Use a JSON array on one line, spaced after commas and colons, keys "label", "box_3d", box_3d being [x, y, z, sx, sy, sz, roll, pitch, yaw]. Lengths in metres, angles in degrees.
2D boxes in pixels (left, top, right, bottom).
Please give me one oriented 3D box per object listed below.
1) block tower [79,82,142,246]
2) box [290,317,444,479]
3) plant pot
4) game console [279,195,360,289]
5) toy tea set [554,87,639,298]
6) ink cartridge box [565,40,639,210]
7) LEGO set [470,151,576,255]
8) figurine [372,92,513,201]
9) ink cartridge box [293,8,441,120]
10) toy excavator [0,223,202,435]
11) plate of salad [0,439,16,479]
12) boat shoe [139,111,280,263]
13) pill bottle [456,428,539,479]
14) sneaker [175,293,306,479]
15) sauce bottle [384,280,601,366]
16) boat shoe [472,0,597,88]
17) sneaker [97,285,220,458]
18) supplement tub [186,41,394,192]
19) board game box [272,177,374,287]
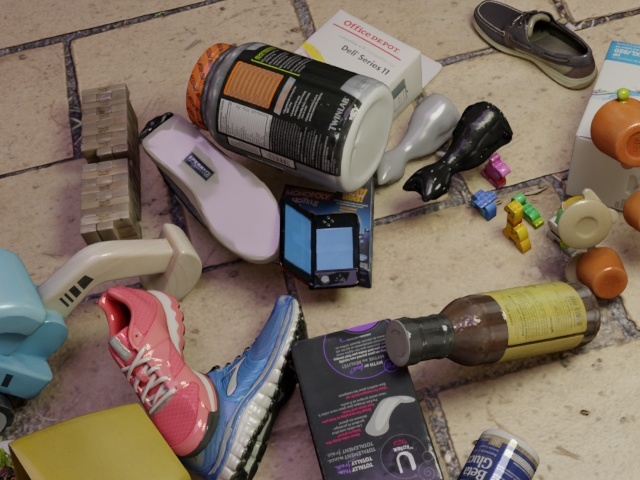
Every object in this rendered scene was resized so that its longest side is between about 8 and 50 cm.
[{"label": "block tower", "box_3d": [-0.388, -0.133, 1.856, 0.091, 0.097, 0.335, -9, 58, 2]}, {"label": "box", "box_3d": [0.068, 0.278, 1.486, 0.165, 0.143, 0.270, -14, 56, -3]}, {"label": "plant pot", "box_3d": [-0.305, 0.361, 1.442, 0.187, 0.212, 0.212, -30, 68, -27]}, {"label": "game console", "box_3d": [0.000, 0.000, 1.644, 0.124, 0.085, 0.144, -4, 58, 6]}, {"label": "toy tea set", "box_3d": [0.470, -0.074, 1.585, 0.200, 0.336, 0.124, 23, 22, -17]}, {"label": "ink cartridge box", "box_3d": [0.540, -0.190, 1.718, 0.168, 0.171, 0.232, 17, 60, 18]}, {"label": "LEGO set", "box_3d": [0.332, -0.060, 1.706, 0.087, 0.093, 0.227, -34, 59, -15]}, {"label": "figurine", "box_3d": [0.194, -0.158, 1.765, 0.209, 0.092, 0.215, -44, 32, -15]}, {"label": "ink cartridge box", "box_3d": [0.050, -0.297, 1.886, 0.207, 0.119, 0.353, 33, 67, 25]}, {"label": "toy excavator", "box_3d": [-0.459, 0.107, 1.599, 0.445, 0.433, 0.222, -44, 53, 12]}, {"label": "plate of salad", "box_3d": [-0.496, 0.398, 1.541, 0.200, 0.048, 0.200, -3, 56, 5]}, {"label": "boat shoe", "box_3d": [-0.172, -0.075, 1.755, 0.127, 0.158, 0.340, -39, 70, -7]}, {"label": "pill bottle", "box_3d": [0.238, 0.364, 1.435, 0.094, 0.094, 0.169, 23, 62, 21]}, {"label": "sneaker", "box_3d": [-0.125, 0.218, 1.563, 0.147, 0.130, 0.330, 19, 61, 16]}, {"label": "sauce bottle", "box_3d": [0.260, 0.129, 1.505, 0.344, 0.111, 0.111, -5, 51, -28]}, {"label": "boat shoe", "box_3d": [0.412, -0.397, 1.921, 0.103, 0.092, 0.285, -38, 60, -17]}, {"label": "sneaker", "box_3d": [-0.260, 0.193, 1.503, 0.116, 0.136, 0.314, -44, 50, 17]}, {"label": "supplement tub", "box_3d": [-0.054, -0.214, 1.668, 0.316, 0.193, 0.193, 23, 62, 22]}, {"label": "board game box", "box_3d": [0.020, -0.029, 1.749, 0.194, 0.060, 0.194, 11, 58, 15]}]
